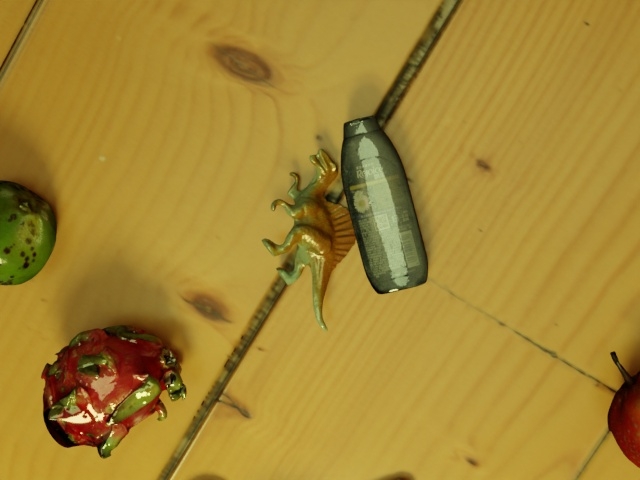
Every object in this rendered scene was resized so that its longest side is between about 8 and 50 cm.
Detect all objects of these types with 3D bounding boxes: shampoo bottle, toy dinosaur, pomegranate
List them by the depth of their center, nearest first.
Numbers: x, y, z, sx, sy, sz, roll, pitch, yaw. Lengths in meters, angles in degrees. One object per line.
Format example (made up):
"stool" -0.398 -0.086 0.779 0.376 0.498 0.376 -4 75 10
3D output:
"shampoo bottle" 0.080 -0.048 1.201 0.087 0.049 0.234 -15 93 10
"toy dinosaur" -0.001 -0.001 1.224 0.142 0.057 0.212 -33 102 -10
"pomegranate" -0.448 0.004 1.235 0.169 0.122 0.143 -41 118 6

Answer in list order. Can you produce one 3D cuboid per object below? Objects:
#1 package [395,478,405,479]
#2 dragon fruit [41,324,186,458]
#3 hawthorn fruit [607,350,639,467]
"package" 0.102 0.463 1.252 0.154 0.030 0.239 -25 91 10
"dragon fruit" -0.277 0.199 1.219 0.172 0.160 0.167 -29 72 7
"hawthorn fruit" 0.435 0.214 1.133 0.194 0.157 0.157 43 99 12
